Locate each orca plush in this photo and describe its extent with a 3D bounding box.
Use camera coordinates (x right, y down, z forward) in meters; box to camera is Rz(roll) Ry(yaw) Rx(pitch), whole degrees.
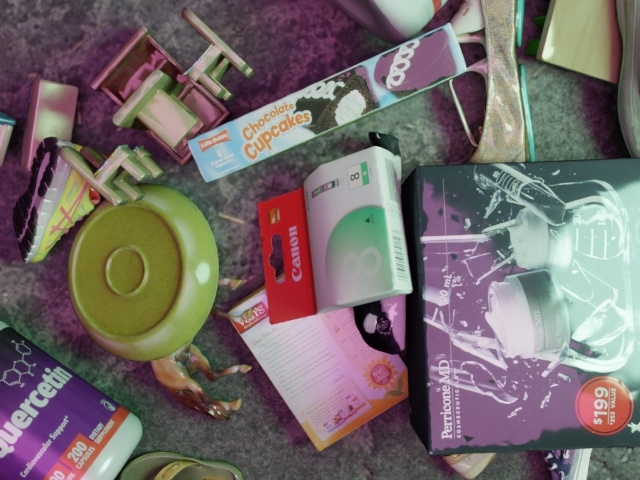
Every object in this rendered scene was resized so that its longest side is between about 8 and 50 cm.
[{"bbox_3d":[0.057,0.002,0.949,0.102,0.151,0.288,0,95,-1],"label":"orca plush"}]

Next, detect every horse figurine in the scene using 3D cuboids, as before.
[{"bbox_3d":[-0.177,0.133,0.992,0.174,0.066,0.264,7,107,22],"label":"horse figurine"}]

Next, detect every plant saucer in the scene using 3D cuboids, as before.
[{"bbox_3d":[-0.248,0.041,0.957,0.240,0.037,0.241,-2,84,21],"label":"plant saucer"}]

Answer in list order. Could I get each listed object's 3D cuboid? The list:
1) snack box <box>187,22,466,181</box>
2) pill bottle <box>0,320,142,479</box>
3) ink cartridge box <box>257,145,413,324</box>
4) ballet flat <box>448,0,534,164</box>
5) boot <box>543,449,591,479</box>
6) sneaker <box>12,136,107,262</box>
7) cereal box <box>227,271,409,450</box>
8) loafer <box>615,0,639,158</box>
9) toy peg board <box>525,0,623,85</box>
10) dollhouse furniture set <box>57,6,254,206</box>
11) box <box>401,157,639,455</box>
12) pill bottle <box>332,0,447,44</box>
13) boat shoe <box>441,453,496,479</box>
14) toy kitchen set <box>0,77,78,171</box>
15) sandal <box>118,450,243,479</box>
[{"bbox_3d":[0.016,-0.165,0.877,0.321,0.187,0.060,-21,97,14],"label":"snack box"},{"bbox_3d":[-0.412,0.230,0.955,0.323,0.181,0.182,37,95,-5],"label":"pill bottle"},{"bbox_3d":[0.000,0.000,0.916,0.224,0.056,0.181,-16,72,30],"label":"ink cartridge box"},{"bbox_3d":[0.220,-0.242,0.947,0.106,0.107,0.316,-3,97,13],"label":"ballet flat"},{"bbox_3d":[0.338,0.300,1.037,0.086,0.069,0.190,15,89,5],"label":"boot"},{"bbox_3d":[-0.344,-0.044,0.962,0.208,0.094,0.082,-51,56,33],"label":"sneaker"},{"bbox_3d":[0.004,0.151,1.017,0.173,0.047,0.240,-32,95,4],"label":"cereal box"},{"bbox_3d":[0.440,-0.214,0.899,0.112,0.111,0.320,-18,105,-13],"label":"loafer"},{"bbox_3d":[0.361,-0.299,0.962,0.160,0.079,0.161,11,98,-18],"label":"toy peg board"},{"bbox_3d":[-0.210,-0.180,0.876,0.161,0.242,0.212,43,94,-5],"label":"dollhouse furniture set"},{"bbox_3d":[0.270,0.080,0.918,0.312,0.179,0.344,-3,86,1],"label":"box"},{"bbox_3d":[0.154,-0.456,0.853,0.229,0.229,0.408,43,95,-5],"label":"pill bottle"},{"bbox_3d":[0.237,0.262,1.026,0.059,0.063,0.170,35,96,-10],"label":"boat shoe"},{"bbox_3d":[-0.460,-0.172,0.967,0.207,0.166,0.122,6,99,-38],"label":"toy kitchen set"},{"bbox_3d":[-0.202,0.348,1.039,0.180,0.049,0.072,5,97,-1],"label":"sandal"}]
